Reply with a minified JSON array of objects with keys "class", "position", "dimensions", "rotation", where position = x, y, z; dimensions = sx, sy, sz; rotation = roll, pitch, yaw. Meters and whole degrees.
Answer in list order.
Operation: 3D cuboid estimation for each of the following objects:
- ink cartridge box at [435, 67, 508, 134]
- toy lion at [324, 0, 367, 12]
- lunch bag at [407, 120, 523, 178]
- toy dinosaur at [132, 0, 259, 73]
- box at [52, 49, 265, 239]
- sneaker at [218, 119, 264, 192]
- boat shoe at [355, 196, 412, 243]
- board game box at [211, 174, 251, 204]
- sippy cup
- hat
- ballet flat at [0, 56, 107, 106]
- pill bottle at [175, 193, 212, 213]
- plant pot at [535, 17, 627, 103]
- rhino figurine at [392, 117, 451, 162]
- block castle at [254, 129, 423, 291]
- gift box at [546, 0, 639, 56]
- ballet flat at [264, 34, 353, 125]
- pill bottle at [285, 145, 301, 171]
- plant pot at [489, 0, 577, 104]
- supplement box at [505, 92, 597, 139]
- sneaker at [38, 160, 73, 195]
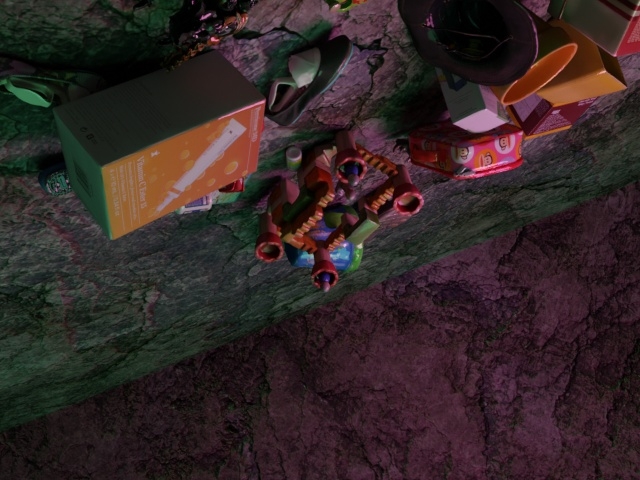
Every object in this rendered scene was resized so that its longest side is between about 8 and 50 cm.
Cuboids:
[{"class":"ink cartridge box","position":[0.367,-0.384,1.536],"dimensions":[0.093,0.212,0.154],"rotation":[-21,166,34]},{"class":"toy lion","position":[0.069,-0.487,1.222],"dimensions":[0.100,0.034,0.096],"rotation":[-37,164,33]},{"class":"lunch bag","position":[0.376,-0.254,1.698],"dimensions":[0.258,0.120,0.293],"rotation":[-15,-158,-19]},{"class":"toy dinosaur","position":[-0.175,-0.392,1.034],"dimensions":[0.218,0.164,0.321],"rotation":[-24,146,-52]},{"class":"box","position":[-0.299,-0.189,1.204],"dimensions":[0.345,0.168,0.215],"rotation":[-31,156,-29]},{"class":"sneaker","position":[-0.191,-0.195,1.528],"dimensions":[0.087,0.128,0.221],"rotation":[-5,153,-42]},{"class":"boat shoe","position":[0.189,-0.097,2.211],"dimensions":[0.355,0.130,0.132],"rotation":[-31,157,35]},{"class":"board game box","position":[-0.260,-0.152,1.711],"dimensions":[0.104,0.026,0.154],"rotation":[-10,156,-34]},{"class":"sippy cup","position":[0.000,0.000,2.137],"dimensions":[0.224,0.240,0.305],"rotation":[-4,123,-21]},{"class":"hat","position":[0.333,-0.484,1.321],"dimensions":[0.134,0.331,0.331],"rotation":[-60,167,-16]},{"class":"ballet flat","position":[-0.477,-0.266,1.098],"dimensions":[0.222,0.079,0.077],"rotation":[0,149,-49]},{"class":"pill bottle","position":[-0.357,-0.106,1.660],"dimensions":[0.120,0.067,0.067],"rotation":[-11,157,-32]},{"class":"plant pot","position":[0.672,-0.483,1.675],"dimensions":[0.187,0.212,0.212],"rotation":[-23,165,38]},{"class":"rhino figurine","position":[0.326,-0.297,1.879],"dimensions":[0.243,0.106,0.073],"rotation":[-17,159,-19]},{"class":"block castle","position":[0.040,-0.067,1.793],"dimensions":[0.303,0.212,0.453],"rotation":[28,126,-29]},{"class":"gift box","position":[0.681,-0.587,1.336],"dimensions":[0.255,0.258,0.276],"rotation":[-12,138,-24]},{"class":"ballet flat","position":[-0.042,-0.348,1.367],"dimensions":[0.096,0.095,0.280],"rotation":[7,146,-35]},{"class":"pill bottle","position":[-0.073,-0.222,1.716],"dimensions":[0.043,0.043,0.083],"rotation":[-20,161,-10]},{"class":"plant pot","position":[0.460,-0.459,1.468],"dimensions":[0.205,0.188,0.205],"rotation":[-30,166,-8]},{"class":"supplement box","position":[0.724,-0.437,1.933],"dimensions":[0.191,0.129,0.194],"rotation":[-16,159,-19]},{"class":"sneaker","position":[-0.512,-0.159,1.370],"dimensions":[0.209,0.082,0.069],"rotation":[-20,125,-28]}]
